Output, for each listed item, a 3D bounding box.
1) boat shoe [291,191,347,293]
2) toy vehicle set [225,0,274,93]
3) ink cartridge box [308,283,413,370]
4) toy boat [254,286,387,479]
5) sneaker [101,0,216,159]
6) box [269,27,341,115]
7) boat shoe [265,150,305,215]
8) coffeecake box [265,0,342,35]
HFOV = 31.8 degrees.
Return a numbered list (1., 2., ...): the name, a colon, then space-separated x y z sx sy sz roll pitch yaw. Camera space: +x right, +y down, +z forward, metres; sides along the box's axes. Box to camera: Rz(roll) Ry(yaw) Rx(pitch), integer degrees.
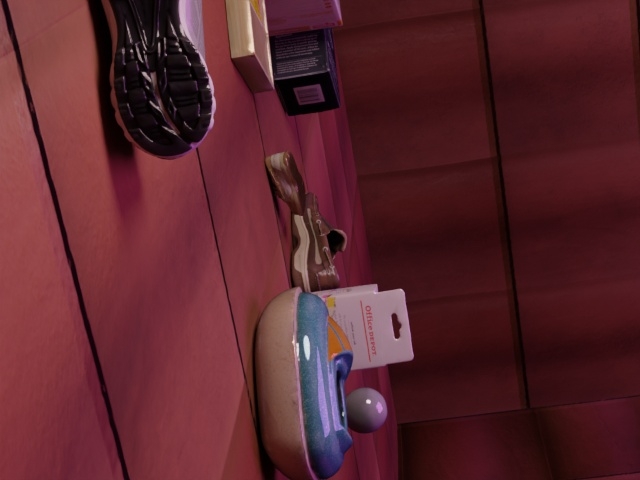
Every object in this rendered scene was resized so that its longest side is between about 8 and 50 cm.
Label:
1. boat shoe: 0.001 0.006 2.008 0.257 0.095 0.095 -91 171 -47
2. toy vehicle set: -0.114 -0.375 1.709 0.166 0.035 0.267 57 26 -76
3. ink cartridge box: 0.034 0.132 1.666 0.067 0.198 0.115 -58 140 -80
4. toy boat: 0.004 0.207 1.538 0.318 0.148 0.267 67 16 -67
5. sneaker: -0.148 -0.200 0.983 0.108 0.100 0.271 143 -56 -81
6. box: -0.032 -0.364 2.115 0.153 0.108 0.207 67 16 -67
7. boat shoe: -0.056 -0.093 1.836 0.135 0.045 0.050 73 21 -43
8. coffeecake box: -0.045 -0.414 1.900 0.185 0.142 0.068 53 30 -78
